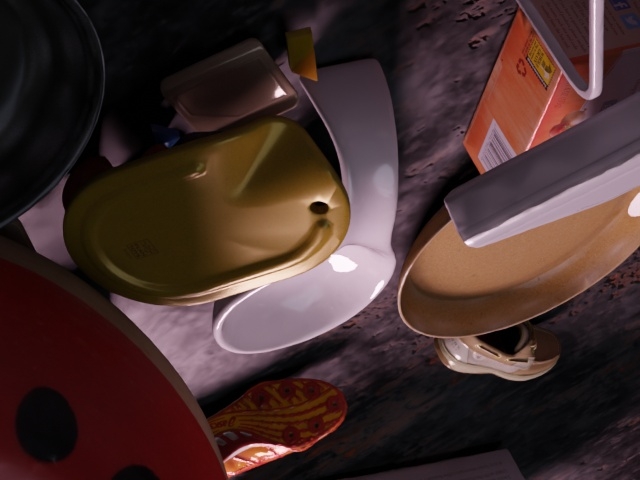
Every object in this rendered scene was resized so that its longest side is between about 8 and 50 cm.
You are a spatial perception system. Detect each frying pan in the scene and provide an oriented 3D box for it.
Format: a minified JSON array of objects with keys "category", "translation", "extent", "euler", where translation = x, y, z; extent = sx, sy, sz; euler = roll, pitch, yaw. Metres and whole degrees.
[{"category":"frying pan","translation":[-0.246,-0.095,0.896],"extent":[0.197,0.053,0.326],"euler":[-44,139,13]}]

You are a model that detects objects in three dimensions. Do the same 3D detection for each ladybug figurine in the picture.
[{"category":"ladybug figurine","translation":[-0.211,0.165,1.076],"extent":[0.449,0.162,0.305],"euler":[38,90,-32]}]

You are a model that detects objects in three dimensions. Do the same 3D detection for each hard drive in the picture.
[{"category":"hard drive","translation":[0.244,-0.087,1.056],"extent":[0.307,0.040,0.203],"euler":[-29,173,37]}]

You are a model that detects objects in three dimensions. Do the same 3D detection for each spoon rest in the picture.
[{"category":"spoon rest","translation":[0.000,0.000,1.225],"extent":[0.137,0.084,0.276],"euler":[-14,148,-21]}]

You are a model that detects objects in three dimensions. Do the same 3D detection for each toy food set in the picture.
[{"category":"toy food set","translation":[-0.086,-0.026,1.116],"extent":[0.218,0.071,0.128],"euler":[-16,135,18]}]

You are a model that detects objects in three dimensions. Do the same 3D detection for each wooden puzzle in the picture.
[{"category":"wooden puzzle","translation":[-0.054,-0.091,1.101],"extent":[0.116,0.014,0.078],"euler":[-21,148,3]}]

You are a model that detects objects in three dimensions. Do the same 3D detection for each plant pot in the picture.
[{"category":"plant pot","translation":[0.161,-0.006,1.401],"extent":[0.236,0.032,0.236],"euler":[-20,150,-12]}]

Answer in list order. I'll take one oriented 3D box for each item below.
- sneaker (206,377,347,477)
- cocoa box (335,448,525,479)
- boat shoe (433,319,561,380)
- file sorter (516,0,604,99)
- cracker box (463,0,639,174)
[{"category":"sneaker","translation":[-0.063,0.156,1.466],"extent":[0.175,0.064,0.067],"euler":[-21,171,-2]},{"category":"cocoa box","translation":[0.045,0.371,1.706],"extent":[0.347,0.231,0.228],"euler":[-7,146,-32]},{"category":"boat shoe","translation":[0.159,0.087,1.530],"extent":[0.135,0.050,0.045],"euler":[1,146,-41]},{"category":"file sorter","translation":[0.219,-0.224,0.955],"extent":[0.278,0.173,0.193],"euler":[-24,150,-5]},{"category":"cracker box","translation":[0.229,-0.114,1.247],"extent":[0.232,0.067,0.155],"euler":[-15,149,-22]}]
